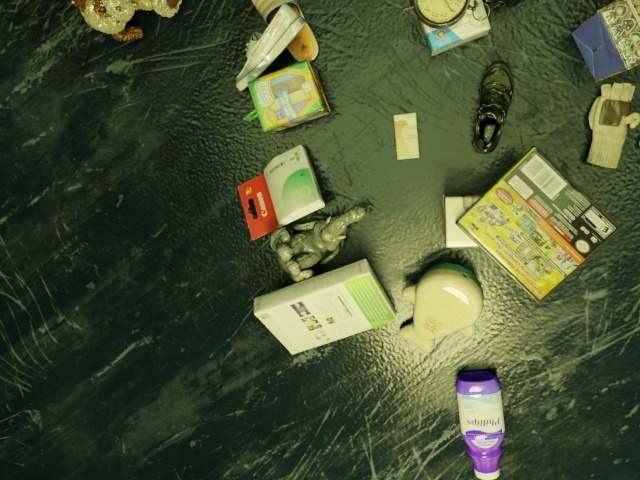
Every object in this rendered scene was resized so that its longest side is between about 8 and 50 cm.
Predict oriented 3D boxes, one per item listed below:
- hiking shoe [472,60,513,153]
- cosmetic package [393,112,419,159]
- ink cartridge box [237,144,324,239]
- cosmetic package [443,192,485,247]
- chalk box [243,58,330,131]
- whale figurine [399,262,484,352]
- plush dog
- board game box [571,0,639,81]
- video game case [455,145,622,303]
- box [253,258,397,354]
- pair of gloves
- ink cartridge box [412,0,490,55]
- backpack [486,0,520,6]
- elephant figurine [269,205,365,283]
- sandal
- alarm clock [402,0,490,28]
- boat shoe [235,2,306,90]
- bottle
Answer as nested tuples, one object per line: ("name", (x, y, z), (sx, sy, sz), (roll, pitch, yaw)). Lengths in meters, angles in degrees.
("hiking shoe", (0.427, -0.324, 1.383), (0.086, 0.114, 0.227), (7, 100, 9))
("cosmetic package", (0.223, -0.269, 1.467), (0.060, 0.041, 0.115), (-6, 98, 11))
("ink cartridge box", (-0.116, -0.128, 1.508), (0.224, 0.056, 0.181), (-23, 65, 12))
("cosmetic package", (0.456, -0.057, 1.404), (0.295, 0.153, 0.129), (-2, 98, 9))
("chalk box", (-0.100, -0.360, 1.465), (0.212, 0.132, 0.132), (-16, 96, 11))
("whale figurine", (0.314, 0.174, 1.494), (0.216, 0.141, 0.272), (29, 127, 5))
("plush dog", (-0.533, -0.649, 1.474), (0.210, 0.262, 0.225), (40, 95, 36))
("board game box", (0.743, -0.491, 1.239), (0.290, 0.232, 0.141), (-27, 93, 12))
("video game case", (0.497, -0.034, 1.306), (0.275, 0.035, 0.248), (44, 103, 0))
("box", (0.017, 0.183, 1.504), (0.321, 0.059, 0.232), (-19, 136, 13))
("pair of gloves", (0.770, -0.274, 1.367), (0.239, 0.042, 0.205), (4, 96, 8))
("ink cartridge box", (0.308, -0.577, 1.379), (0.148, 0.086, 0.203), (-19, 96, 13))
("backpack", (0.422, -0.657, 1.300), (0.144, 0.165, 0.189), (-29, 83, 47))
("elephant figurine", (0.000, 0.000, 1.503), (0.239, 0.186, 0.170), (-34, 129, -11))
("sandal", (-0.094, -0.582, 1.456), (0.101, 0.076, 0.265), (-35, 91, 13))
("alarm clock", (0.297, -0.551, 1.307), (0.191, 0.064, 0.130), (23, 103, 9))
("boat shoe", (-0.145, -0.493, 1.448), (0.084, 0.095, 0.258), (44, 119, -12))
("bottle", (0.434, 0.497, 1.525), (0.118, 0.092, 0.283), (-6, 98, 10))
